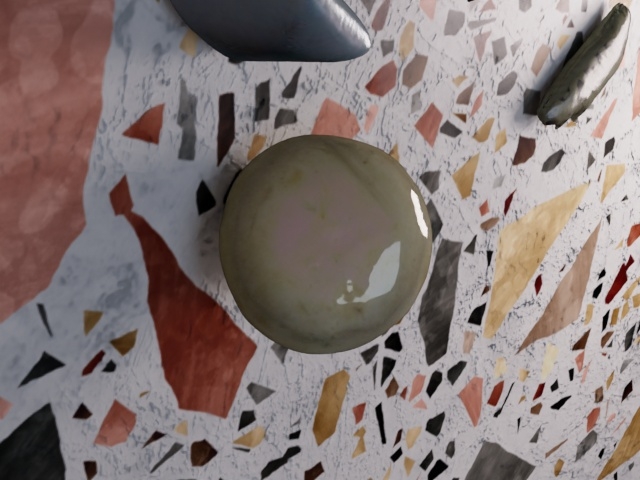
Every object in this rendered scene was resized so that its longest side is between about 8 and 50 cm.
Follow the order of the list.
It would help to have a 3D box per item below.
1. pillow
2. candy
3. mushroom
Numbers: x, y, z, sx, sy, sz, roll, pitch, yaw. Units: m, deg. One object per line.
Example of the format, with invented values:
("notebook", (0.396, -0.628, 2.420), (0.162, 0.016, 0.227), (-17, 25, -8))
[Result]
("pillow", (0.398, -0.245, 1.894), (0.241, 0.051, 0.093), (-53, 142, -19))
("candy", (-0.051, -0.219, 1.262), (0.138, 0.174, 0.071), (35, 66, -54))
("mushroom", (0.000, 0.000, 1.444), (0.246, 0.202, 0.246), (-2, 97, -13))
